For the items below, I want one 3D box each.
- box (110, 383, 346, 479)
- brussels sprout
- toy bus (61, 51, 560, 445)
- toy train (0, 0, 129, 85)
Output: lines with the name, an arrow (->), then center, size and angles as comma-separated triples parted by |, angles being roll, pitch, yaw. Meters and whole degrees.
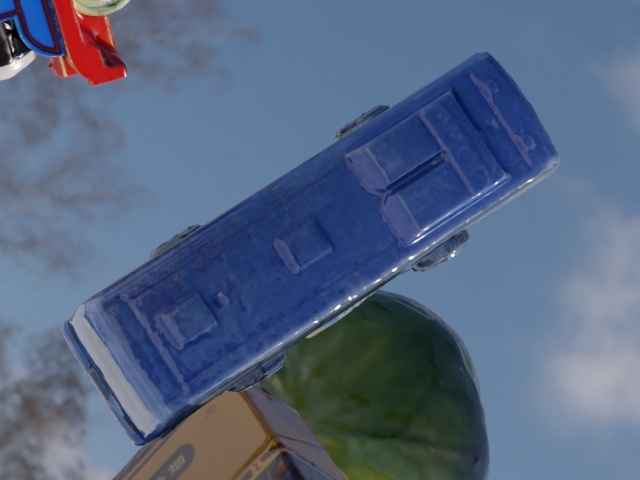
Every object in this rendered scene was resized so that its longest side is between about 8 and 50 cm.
box -> -0.033, 0.181, 0.860 | 0.070, 0.152, 0.237 | 38, 8, -39
brussels sprout -> -0.003, 0.140, 1.333 | 0.210, 0.271, 0.219 | -10, -101, 42
toy bus -> 0.002, 0.002, 0.860 | 0.079, 0.236, 0.094 | 58, -16, -5
toy train -> -0.167, -0.171, 0.938 | 0.082, 0.131, 0.204 | -121, -165, -52
